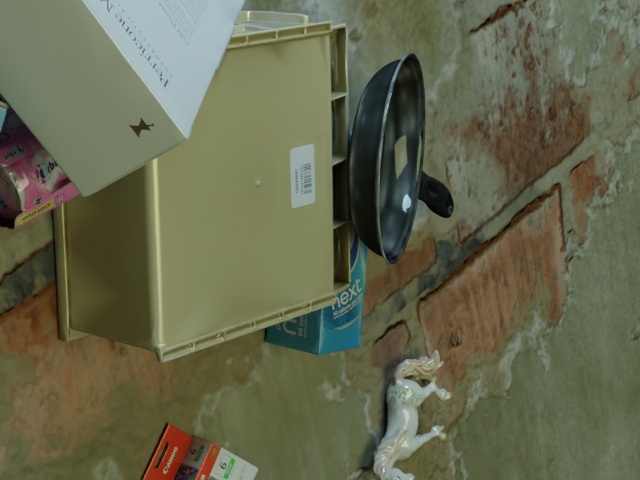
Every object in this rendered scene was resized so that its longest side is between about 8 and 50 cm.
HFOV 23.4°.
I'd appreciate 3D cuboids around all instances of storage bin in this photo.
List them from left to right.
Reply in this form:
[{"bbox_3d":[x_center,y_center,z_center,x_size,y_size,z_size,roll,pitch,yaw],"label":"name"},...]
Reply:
[{"bbox_3d":[-0.095,-0.058,1.343,0.260,0.123,0.262,-16,111,-47],"label":"storage bin"}]

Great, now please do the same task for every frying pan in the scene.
[{"bbox_3d":[0.082,-0.090,1.497,0.326,0.053,0.197,-40,134,-71],"label":"frying pan"}]

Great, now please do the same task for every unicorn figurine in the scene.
[{"bbox_3d":[0.096,0.205,1.681,0.111,0.060,0.162,-5,86,-48],"label":"unicorn figurine"}]

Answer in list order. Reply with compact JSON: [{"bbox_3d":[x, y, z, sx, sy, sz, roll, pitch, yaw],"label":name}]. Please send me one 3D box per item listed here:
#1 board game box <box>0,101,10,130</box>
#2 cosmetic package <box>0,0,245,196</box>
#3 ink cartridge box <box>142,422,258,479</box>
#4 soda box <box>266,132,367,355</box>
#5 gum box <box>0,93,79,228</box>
[{"bbox_3d":[-0.360,0.017,0.970,0.141,0.232,0.291,24,80,-49],"label":"board game box"},{"bbox_3d":[-0.201,-0.255,1.020,0.377,0.097,0.284,54,21,-22],"label":"cosmetic package"},{"bbox_3d":[-0.112,0.221,1.458,0.115,0.029,0.063,39,70,-47],"label":"ink cartridge box"},{"bbox_3d":[0.000,0.000,1.502,0.067,0.071,0.210,-8,105,-49],"label":"soda box"},{"bbox_3d":[-0.240,-0.068,1.121,0.107,0.188,0.062,-36,124,-39],"label":"gum box"}]
